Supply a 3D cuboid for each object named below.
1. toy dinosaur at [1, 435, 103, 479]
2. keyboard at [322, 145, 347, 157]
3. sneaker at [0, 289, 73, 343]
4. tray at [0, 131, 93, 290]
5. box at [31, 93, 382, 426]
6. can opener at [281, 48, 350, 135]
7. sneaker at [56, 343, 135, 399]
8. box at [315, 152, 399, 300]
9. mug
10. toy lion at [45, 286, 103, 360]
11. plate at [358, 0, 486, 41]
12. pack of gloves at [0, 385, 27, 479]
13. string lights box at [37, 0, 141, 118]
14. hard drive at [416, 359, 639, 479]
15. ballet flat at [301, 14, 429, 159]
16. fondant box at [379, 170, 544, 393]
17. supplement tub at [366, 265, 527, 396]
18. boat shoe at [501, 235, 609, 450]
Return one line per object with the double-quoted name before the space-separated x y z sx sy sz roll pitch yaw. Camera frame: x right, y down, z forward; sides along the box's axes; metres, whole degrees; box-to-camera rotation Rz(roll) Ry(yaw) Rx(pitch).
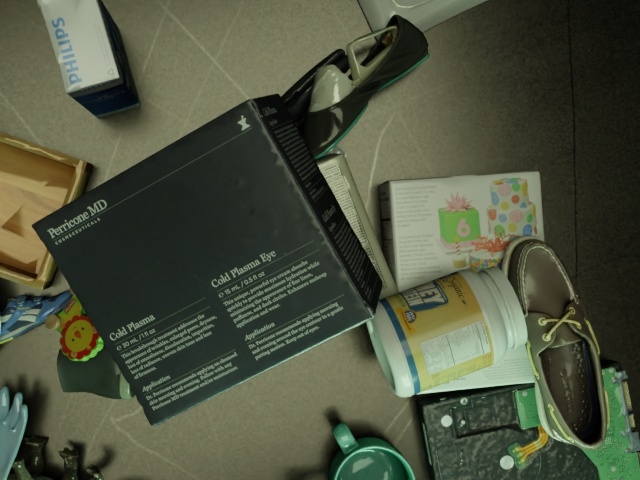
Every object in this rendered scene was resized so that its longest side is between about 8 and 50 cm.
"toy dinosaur" -0.411 0.399 1.327 0.314 0.121 0.160 12 101 -9
"keyboard" -0.064 -0.061 1.393 0.072 0.014 0.256 40 87 -5
"sneaker" -0.443 0.105 1.338 0.144 0.053 0.059 -26 91 -6
"tray" -0.575 -0.089 1.313 0.411 0.076 0.202 19 89 -5
"box" -0.140 0.020 1.182 0.343 0.179 0.312 -27 98 12
"can opener" -0.023 -0.233 1.382 0.059 0.073 0.186 36 82 34
"sneaker" -0.337 0.129 1.334 0.118 0.083 0.222 2 86 2
"box" 0.000 0.000 1.333 0.149 0.127 0.232 -22 98 -7
"mug" 0.077 0.361 1.369 0.129 0.097 0.157 2 90 -5
"toy lion" -0.351 0.123 1.294 0.096 0.034 0.100 36 91 24
"plate" 0.163 -0.486 1.396 0.278 0.045 0.277 -27 94 -4
"pack of gloves" -0.538 0.308 1.265 0.195 0.046 0.232 7 68 14
"string lights box" -0.321 -0.260 1.242 0.077 0.260 0.133 -17 93 -5
"hard drive" 0.340 0.339 1.412 0.339 0.064 0.236 -12 92 -5
"ballet flat" 0.049 -0.244 1.335 0.280 0.095 0.096 -46 115 -20
"fondant box" 0.227 0.063 1.382 0.238 0.096 0.330 -4 92 -6
"supplement tub" 0.178 0.127 1.258 0.200 0.144 0.144 -20 92 -6
"boat shoe" 0.353 0.150 1.301 0.117 0.097 0.324 -13 92 -7
